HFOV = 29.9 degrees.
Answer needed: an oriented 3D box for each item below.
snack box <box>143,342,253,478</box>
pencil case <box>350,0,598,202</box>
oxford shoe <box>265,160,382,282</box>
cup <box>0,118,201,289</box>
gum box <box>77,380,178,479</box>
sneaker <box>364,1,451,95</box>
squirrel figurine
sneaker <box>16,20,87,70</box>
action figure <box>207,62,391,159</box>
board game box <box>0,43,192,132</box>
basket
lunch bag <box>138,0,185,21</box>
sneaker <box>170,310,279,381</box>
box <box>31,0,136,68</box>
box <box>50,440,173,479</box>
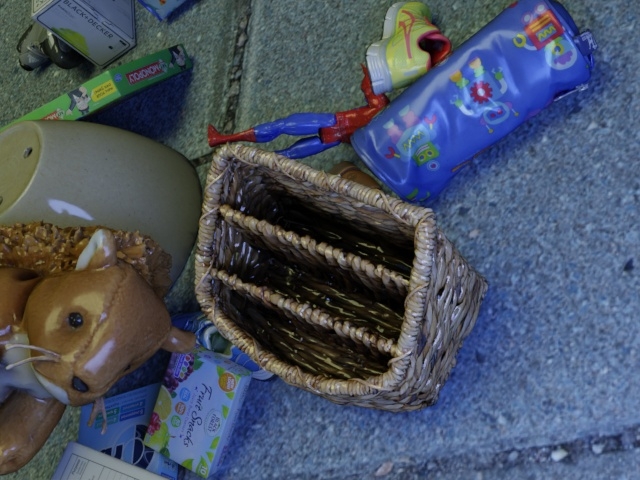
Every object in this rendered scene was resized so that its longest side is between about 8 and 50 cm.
[{"bbox_3d":[-0.152,0.207,1.480,0.100,0.037,0.141,24,105,20],"label":"snack box"},{"bbox_3d":[0.185,-0.165,1.423,0.306,0.133,0.119,-37,1,16],"label":"pencil case"},{"bbox_3d":[0.000,0.000,1.515,0.076,0.076,0.212,34,88,39],"label":"oxford shoe"},{"bbox_3d":[-0.375,-0.045,1.748,0.331,0.237,0.331,-22,52,31],"label":"cup"},{"bbox_3d":[-0.256,0.290,1.575,0.157,0.041,0.184,-19,54,30],"label":"gum box"},{"bbox_3d":[0.126,-0.247,1.531,0.094,0.081,0.208,-6,33,21],"label":"sneaker"},{"bbox_3d":[-0.329,0.085,1.446,0.370,0.281,0.397,-22,26,30],"label":"squirrel figurine"},{"bbox_3d":[-0.488,-0.339,2.154,0.132,0.086,0.228,-43,34,18],"label":"sneaker"},{"bbox_3d":[-0.001,-0.156,1.573,0.280,0.091,0.139,-11,27,3],"label":"action figure"},{"bbox_3d":[-0.382,-0.212,1.903,0.317,0.046,0.213,-21,10,31],"label":"board game box"},{"bbox_3d":[-0.003,0.053,1.327,0.299,0.223,0.213,23,80,30],"label":"basket"},{"bbox_3d":[-0.248,-0.466,2.013,0.129,0.096,0.151,-32,33,25],"label":"lunch bag"},{"bbox_3d":[-0.136,0.121,1.547,0.211,0.081,0.080,6,69,43],"label":"sneaker"},{"bbox_3d":[-0.413,-0.461,2.093,0.087,0.169,0.290,-30,49,24],"label":"box"},{"bbox_3d":[-0.178,0.349,1.376,0.311,0.121,0.148,14,74,35],"label":"box"}]
